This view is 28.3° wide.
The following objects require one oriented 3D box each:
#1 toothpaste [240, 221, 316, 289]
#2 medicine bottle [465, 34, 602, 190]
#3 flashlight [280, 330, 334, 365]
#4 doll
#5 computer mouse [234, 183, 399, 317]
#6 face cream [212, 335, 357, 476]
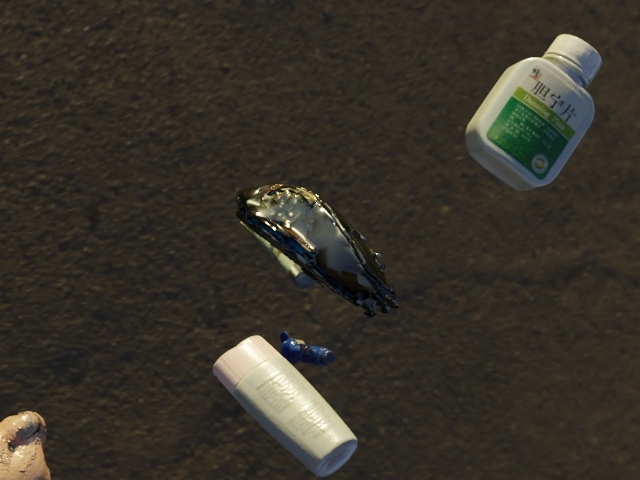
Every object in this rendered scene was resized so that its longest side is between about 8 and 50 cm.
[{"bbox_3d":[-0.063,0.010,1.992,0.062,0.239,0.039,-15,119,-16],"label":"toothpaste"},{"bbox_3d":[0.263,-0.156,1.520,0.119,0.069,0.183,37,77,-7],"label":"medicine bottle"},{"bbox_3d":[-0.020,0.164,1.841,0.035,0.121,0.057,-4,93,-37],"label":"flashlight"},{"bbox_3d":[-0.471,0.265,1.781,0.156,0.303,0.201,-44,151,6],"label":"doll"},{"bbox_3d":[0.000,0.000,1.417,0.077,0.241,0.146,-52,154,-3],"label":"computer mouse"},{"bbox_3d":[-0.043,0.202,1.552,0.084,0.198,0.057,-30,145,-27],"label":"face cream"}]
